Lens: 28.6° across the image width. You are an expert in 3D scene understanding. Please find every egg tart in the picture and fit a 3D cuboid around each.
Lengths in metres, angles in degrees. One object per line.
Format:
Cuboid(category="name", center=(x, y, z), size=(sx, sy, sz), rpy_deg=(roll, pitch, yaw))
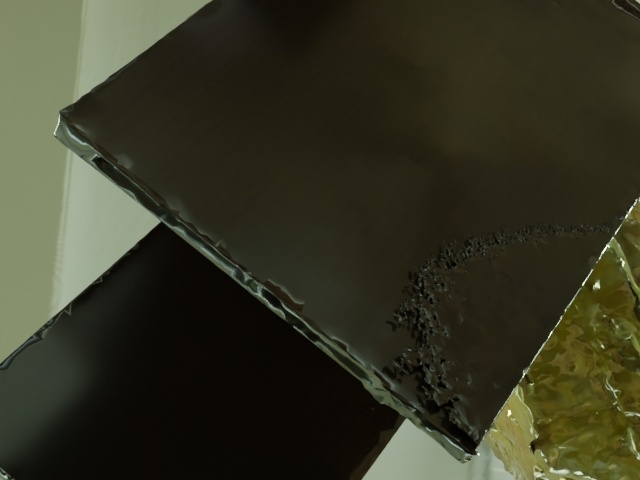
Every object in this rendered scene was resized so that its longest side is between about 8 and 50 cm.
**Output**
Cuboid(category="egg tart", center=(0.165, 0.072, 0.901), size=(0.132, 0.341, 0.341), rpy_deg=(-24, -86, -7))

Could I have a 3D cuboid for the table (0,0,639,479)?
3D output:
Cuboid(category="table", center=(0.000, 0.000, 0.590), size=(0.196, 0.250, 0.282), rpy_deg=(40, -132, 3))
